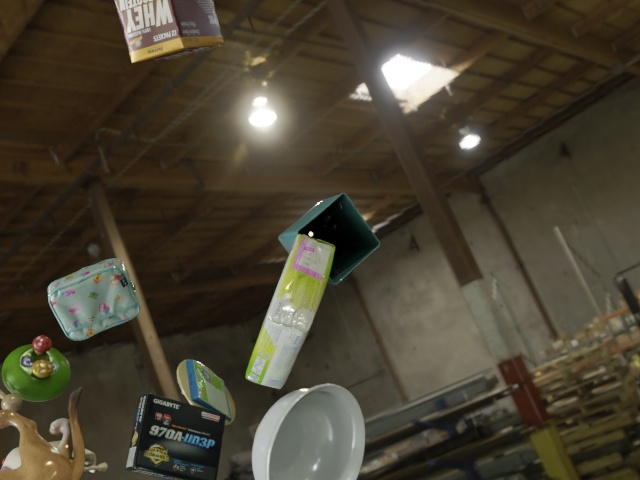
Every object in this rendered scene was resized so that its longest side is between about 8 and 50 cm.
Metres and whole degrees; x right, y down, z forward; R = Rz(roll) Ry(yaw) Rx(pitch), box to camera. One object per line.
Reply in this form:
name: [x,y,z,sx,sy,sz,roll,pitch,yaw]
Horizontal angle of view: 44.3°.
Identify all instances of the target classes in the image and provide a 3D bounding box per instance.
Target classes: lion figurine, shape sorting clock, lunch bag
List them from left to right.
lion figurine: [-0.498,0.401,1.203,0.392,0.240,0.142,-36,-48,-18]
lunch bag: [-0.751,0.201,2.638,0.279,0.224,0.108,-22,23,-10]
shape sorting clock: [-0.300,0.398,2.057,0.040,0.206,0.206,-37,-17,12]

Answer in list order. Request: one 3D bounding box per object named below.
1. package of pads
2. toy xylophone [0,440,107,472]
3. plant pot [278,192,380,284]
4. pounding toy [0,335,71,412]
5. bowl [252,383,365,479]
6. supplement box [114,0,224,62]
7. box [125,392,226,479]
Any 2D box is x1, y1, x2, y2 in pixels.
package of pads: [-0.063,0.153,1.762,0.101,0.296,0.229,21,-48,-2]
toy xylophone: [-0.827,0.707,2.472,0.236,0.081,0.323,16,2,37]
plant pot: [0.000,0.000,2.011,0.165,0.165,0.234,-41,14,-20]
pounding toy: [-0.785,0.344,2.134,0.237,0.183,0.110,-28,-25,-48]
bowl: [-0.047,0.440,1.668,0.134,0.297,0.298,4,7,42]
supplement box: [-0.318,-0.484,1.634,0.129,0.194,0.191,-10,12,21]
box: [-0.337,0.472,1.851,0.220,0.175,0.051,25,-33,-32]
